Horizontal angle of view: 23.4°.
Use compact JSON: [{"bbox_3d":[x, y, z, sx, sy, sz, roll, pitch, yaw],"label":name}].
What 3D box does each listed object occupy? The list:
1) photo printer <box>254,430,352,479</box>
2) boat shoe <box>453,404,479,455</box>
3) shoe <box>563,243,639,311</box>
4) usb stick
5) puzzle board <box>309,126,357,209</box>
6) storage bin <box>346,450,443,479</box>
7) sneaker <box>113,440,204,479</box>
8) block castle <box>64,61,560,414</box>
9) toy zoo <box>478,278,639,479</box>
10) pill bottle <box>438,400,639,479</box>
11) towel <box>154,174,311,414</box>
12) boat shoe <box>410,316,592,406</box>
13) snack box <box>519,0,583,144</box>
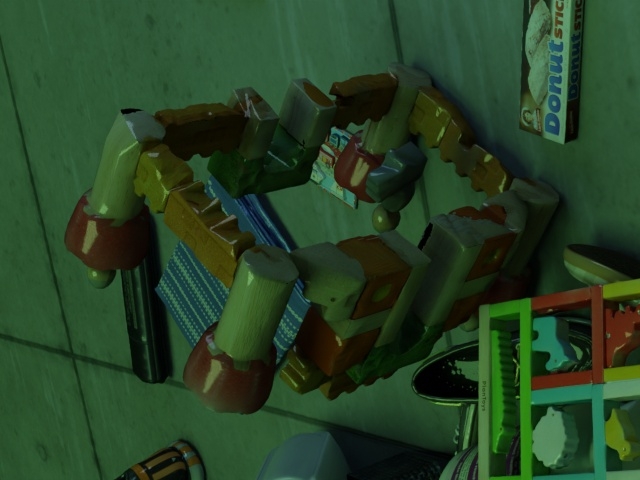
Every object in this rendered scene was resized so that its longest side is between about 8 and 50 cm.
[{"bbox_3d":[0.002,0.382,1.956,0.307,0.107,0.256,-56,-54,-83],"label":"photo printer"},{"bbox_3d":[0.173,0.244,1.801,0.065,0.075,0.206,28,132,40],"label":"boat shoe"},{"bbox_3d":[0.318,0.066,1.505,0.219,0.076,0.058,32,112,39],"label":"shoe"},{"bbox_3d":[-0.273,0.088,2.357,0.077,0.045,0.278,27,128,53],"label":"usb stick"},{"bbox_3d":[0.004,-0.105,1.913,0.128,0.011,0.096,35,132,40],"label":"puzzle board"},{"bbox_3d":[0.105,0.331,1.874,0.180,0.084,0.122,165,86,-77],"label":"storage bin"},{"bbox_3d":[-0.296,0.461,2.452,0.124,0.180,0.321,40,135,37],"label":"sneaker"},{"bbox_3d":[0.000,0.000,1.594,0.303,0.453,0.213,45,131,30],"label":"block castle"},{"bbox_3d":[0.267,0.138,1.458,0.293,0.030,0.192,-14,70,46],"label":"toy zoo"},{"bbox_3d":[0.262,0.259,1.602,0.301,0.169,0.169,-37,76,55],"label":"pill bottle"},{"bbox_3d":[-0.117,0.072,2.153,0.243,0.040,0.336,56,145,17],"label":"towel"},{"bbox_3d":[0.203,0.137,1.661,0.228,0.069,0.081,-17,89,36],"label":"boat shoe"},{"bbox_3d":[0.231,-0.190,1.551,0.064,0.022,0.178,25,125,44],"label":"snack box"}]
